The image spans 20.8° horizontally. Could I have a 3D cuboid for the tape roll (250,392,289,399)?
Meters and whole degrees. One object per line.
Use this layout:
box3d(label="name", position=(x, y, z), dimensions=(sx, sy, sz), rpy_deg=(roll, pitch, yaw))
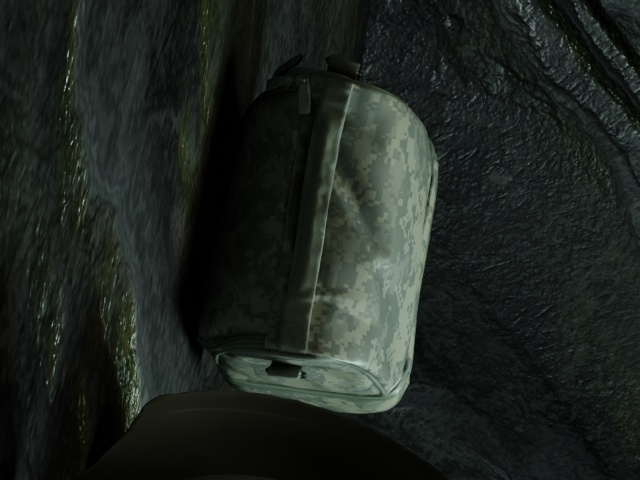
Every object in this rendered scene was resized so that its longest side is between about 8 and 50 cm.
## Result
box3d(label="tape roll", position=(-0.058, 0.255, 1.299), dimensions=(0.169, 0.246, 0.246), rpy_deg=(92, 9, -62))

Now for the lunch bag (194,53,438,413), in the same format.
box3d(label="lunch bag", position=(0.000, 0.000, 1.680), dimensions=(0.256, 0.213, 0.305), rpy_deg=(83, 17, -77))

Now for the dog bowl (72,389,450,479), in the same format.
box3d(label="dog bowl", position=(-0.045, 0.257, 0.975), dimensions=(0.102, 0.349, 0.348), rpy_deg=(114, -9, -50))
